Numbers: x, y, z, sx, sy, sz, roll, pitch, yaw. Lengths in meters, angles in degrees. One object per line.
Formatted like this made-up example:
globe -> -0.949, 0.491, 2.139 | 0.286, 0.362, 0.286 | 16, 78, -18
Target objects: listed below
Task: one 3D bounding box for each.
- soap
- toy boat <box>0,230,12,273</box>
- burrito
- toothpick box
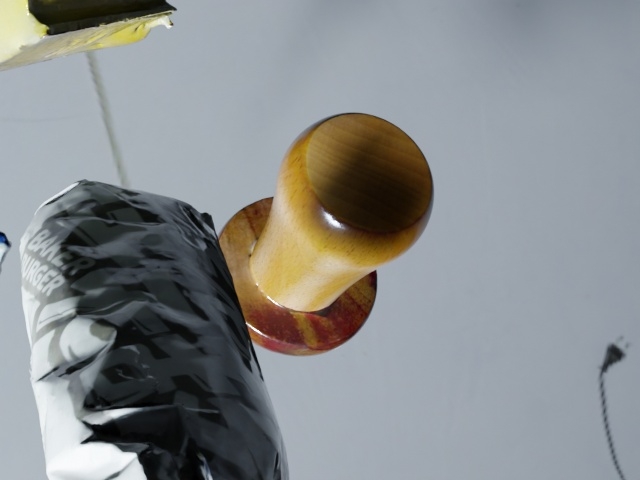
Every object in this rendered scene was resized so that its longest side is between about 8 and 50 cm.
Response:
soap -> -0.282, -0.247, 1.168 | 0.233, 0.135, 0.076 | -27, 98, -55
toy boat -> -0.395, -0.023, 1.037 | 0.114, 0.262, 0.115 | 0, 112, -55
burrito -> -0.095, 0.074, 0.590 | 0.139, 0.445, 0.101 | 8, 110, -21
toothpick box -> 0.000, 0.000, 1.091 | 0.192, 0.294, 0.192 | 10, 61, -17
